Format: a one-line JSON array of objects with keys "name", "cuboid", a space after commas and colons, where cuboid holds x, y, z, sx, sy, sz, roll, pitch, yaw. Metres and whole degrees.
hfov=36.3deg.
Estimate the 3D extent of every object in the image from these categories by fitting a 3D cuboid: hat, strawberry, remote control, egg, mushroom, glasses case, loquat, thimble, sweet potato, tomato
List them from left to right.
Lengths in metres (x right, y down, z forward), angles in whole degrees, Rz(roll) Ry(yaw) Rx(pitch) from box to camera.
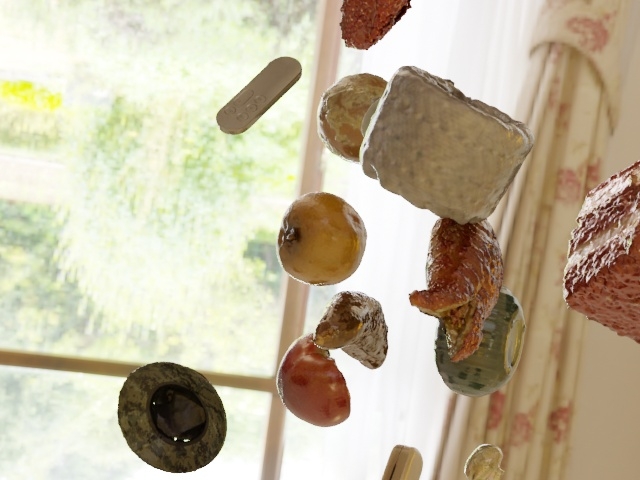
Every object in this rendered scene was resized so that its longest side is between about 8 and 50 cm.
[{"name": "hat", "cuboid": [-0.311, 0.383, 2.187, 0.266, 0.265, 0.128, 8, -174, 17]}, {"name": "remote control", "cuboid": [-0.126, -0.303, 2.032, 0.077, 0.245, 0.022, 30, 150, 21]}, {"name": "tomato", "cuboid": [-0.029, 0.346, 2.345, 0.140, 0.200, 0.233, -14, -144, -17]}, {"name": "loquat", "cuboid": [0.000, 0.000, 2.135, 0.208, 0.207, 0.208, 8, 179, 0]}, {"name": "sweet potato", "cuboid": [0.053, 0.133, 1.529, 0.092, 0.114, 0.341, 1, 167, 14]}, {"name": "egg", "cuboid": [0.100, -0.261, 2.134, 0.203, 0.203, 0.245, 9, -164, -43]}, {"name": "strawberry", "cuboid": [0.131, -0.492, 1.869, 0.188, 0.286, 0.106, 1, -155, -35]}, {"name": "glasses case", "cuboid": [0.141, 0.483, 1.851, 0.050, 0.196, 0.083, 3, 144, 33]}, {"name": "thimble", "cuboid": [0.167, -0.132, 1.351, 0.217, 0.157, 0.245, 27, -164, -6]}, {"name": "mushroom", "cuboid": [0.306, 0.416, 1.800, 0.067, 0.083, 0.083, 31, -173, 19]}]

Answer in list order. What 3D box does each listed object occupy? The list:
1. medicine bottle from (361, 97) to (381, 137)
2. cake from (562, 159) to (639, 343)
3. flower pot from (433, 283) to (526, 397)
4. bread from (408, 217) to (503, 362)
[{"name": "medicine bottle", "cuboid": [0.173, -0.193, 1.836, 0.183, 0.086, 0.086, 23, 171, -31]}, {"name": "cake", "cuboid": [0.695, 0.013, 2.037, 0.270, 0.319, 0.270, 28, 145, -12]}, {"name": "flower pot", "cuboid": [0.328, 0.200, 2.000, 0.157, 0.242, 0.189, 5, 169, 34]}, {"name": "bread", "cuboid": [0.199, 0.052, 1.360, 0.095, 0.139, 0.269, -32, -161, 28]}]
